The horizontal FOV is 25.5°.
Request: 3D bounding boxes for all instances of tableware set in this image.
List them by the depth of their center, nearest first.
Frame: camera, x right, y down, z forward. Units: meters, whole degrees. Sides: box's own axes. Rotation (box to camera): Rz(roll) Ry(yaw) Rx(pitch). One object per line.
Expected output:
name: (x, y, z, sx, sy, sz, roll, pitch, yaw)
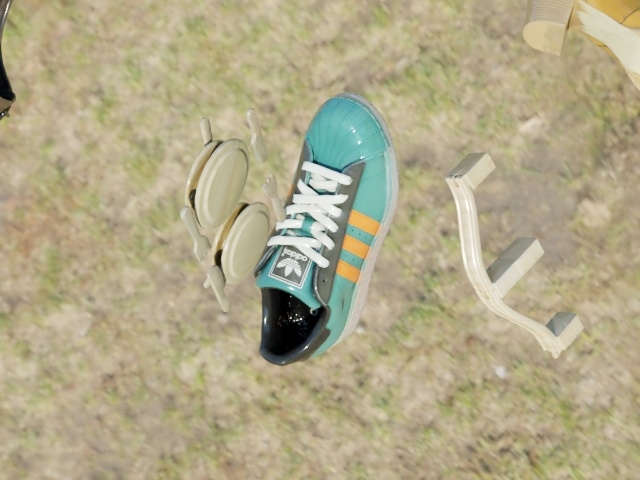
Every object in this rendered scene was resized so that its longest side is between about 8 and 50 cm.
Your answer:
tableware set: (-0.093, -0.028, 1.336, 0.039, 0.194, 0.128, 22, 65, 21)

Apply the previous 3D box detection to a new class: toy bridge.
toy bridge: (0.149, 0.023, 1.123, 0.063, 0.188, 0.026, -44, 26, -26)

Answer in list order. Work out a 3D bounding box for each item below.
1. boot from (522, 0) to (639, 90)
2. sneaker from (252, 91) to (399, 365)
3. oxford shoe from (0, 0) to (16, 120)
boot: (0.406, -0.295, 1.785, 0.295, 0.104, 0.211, 19, 52, 6)
sneaker: (0.000, 0.000, 1.454, 0.108, 0.121, 0.302, 21, 121, 23)
oxford shoe: (-0.222, -0.067, 0.769, 0.096, 0.083, 0.227, 17, 92, 17)
